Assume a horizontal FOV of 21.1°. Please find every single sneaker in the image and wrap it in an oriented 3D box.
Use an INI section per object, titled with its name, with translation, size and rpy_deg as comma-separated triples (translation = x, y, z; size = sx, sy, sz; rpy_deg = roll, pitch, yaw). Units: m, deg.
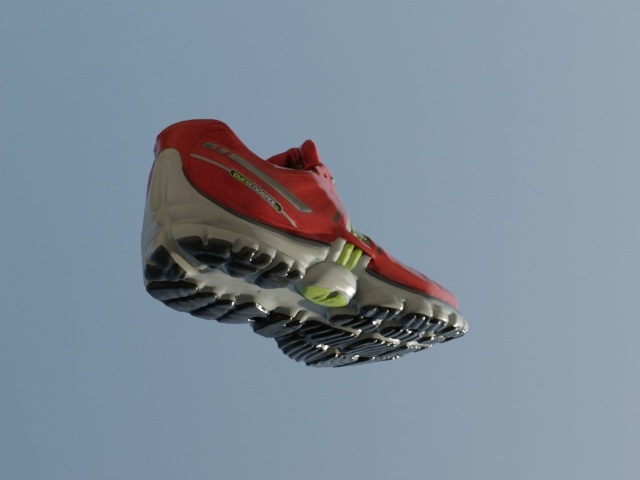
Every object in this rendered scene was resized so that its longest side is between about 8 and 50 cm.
[sneaker]
translation = 0.000, 0.000, 1.054
size = 0.107, 0.279, 0.118
rpy_deg = -19, -119, 30
